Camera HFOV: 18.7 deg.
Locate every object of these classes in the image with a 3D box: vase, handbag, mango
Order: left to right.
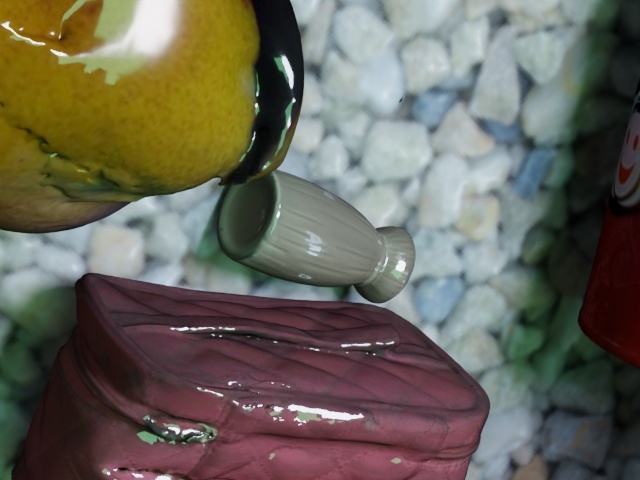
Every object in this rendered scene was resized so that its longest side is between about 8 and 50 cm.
[{"bbox_3d":[-0.140,-0.120,0.837,0.201,0.152,0.287,-41,122,-16],"label":"mango"},{"bbox_3d":[-0.033,0.097,0.975,0.225,0.146,0.135,10,108,-31],"label":"handbag"},{"bbox_3d":[0.000,0.000,1.013,0.100,0.053,0.053,21,96,-36],"label":"vase"}]

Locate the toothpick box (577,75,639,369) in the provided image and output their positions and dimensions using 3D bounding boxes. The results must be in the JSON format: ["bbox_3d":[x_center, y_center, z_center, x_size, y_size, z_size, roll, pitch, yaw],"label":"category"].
[{"bbox_3d":[0.274,-0.089,1.042,0.204,0.204,0.333,6,105,-30],"label":"toothpick box"}]
